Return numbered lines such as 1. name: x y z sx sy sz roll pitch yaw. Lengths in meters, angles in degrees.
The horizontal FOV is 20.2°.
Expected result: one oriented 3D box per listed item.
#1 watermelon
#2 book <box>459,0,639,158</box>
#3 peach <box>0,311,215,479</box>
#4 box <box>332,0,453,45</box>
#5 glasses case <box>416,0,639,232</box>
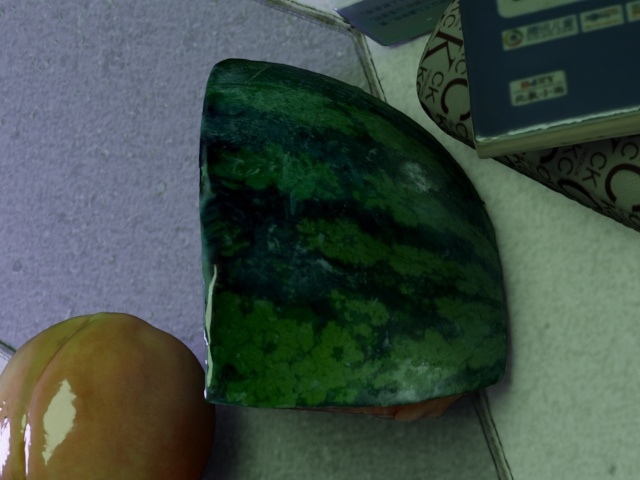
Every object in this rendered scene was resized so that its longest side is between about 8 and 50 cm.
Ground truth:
1. watermelon: 0.026 -0.003 1.304 0.222 0.319 0.292 3 78 3
2. book: 0.229 -0.267 1.215 0.300 0.039 0.428 -10 61 14
3. peach: -0.170 0.149 1.372 0.184 0.184 0.184 -16 63 33
4. box: 0.134 -0.253 1.357 0.269 0.079 0.135 -18 61 31
5. glasses case: 0.209 -0.085 1.225 0.354 0.085 0.137 30 89 41
